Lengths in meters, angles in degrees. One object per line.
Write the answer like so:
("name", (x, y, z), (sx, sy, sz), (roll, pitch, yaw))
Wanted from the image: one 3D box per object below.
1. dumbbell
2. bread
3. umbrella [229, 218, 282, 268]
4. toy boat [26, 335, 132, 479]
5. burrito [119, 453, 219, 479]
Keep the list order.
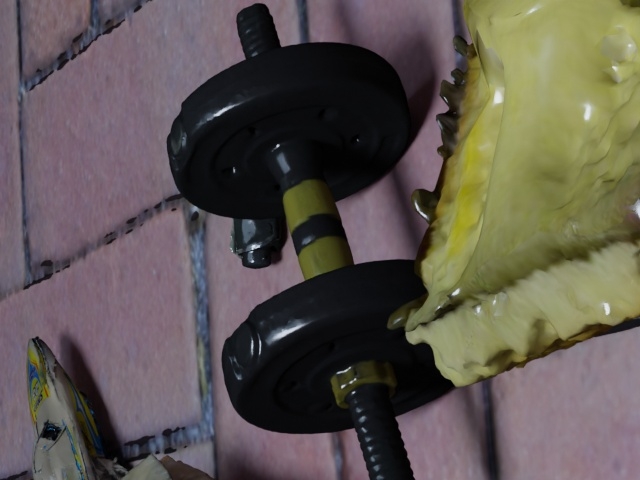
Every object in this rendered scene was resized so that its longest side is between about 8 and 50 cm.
("dumbbell", (0.000, 0.000, 1.028), (0.143, 0.143, 0.325), (-51, 46, 45))
("bread", (0.146, -0.063, 0.778), (0.204, 0.163, 0.262), (-34, 36, 55))
("umbrella", (-0.044, -0.047, 1.216), (0.036, 0.031, 0.133), (-20, 72, 59))
("toy boat", (-0.197, 0.153, 1.428), (0.084, 0.066, 0.210), (-61, 39, 35))
("burrito", (-0.076, 0.223, 1.174), (0.348, 0.107, 0.175), (0, 94, 62))
